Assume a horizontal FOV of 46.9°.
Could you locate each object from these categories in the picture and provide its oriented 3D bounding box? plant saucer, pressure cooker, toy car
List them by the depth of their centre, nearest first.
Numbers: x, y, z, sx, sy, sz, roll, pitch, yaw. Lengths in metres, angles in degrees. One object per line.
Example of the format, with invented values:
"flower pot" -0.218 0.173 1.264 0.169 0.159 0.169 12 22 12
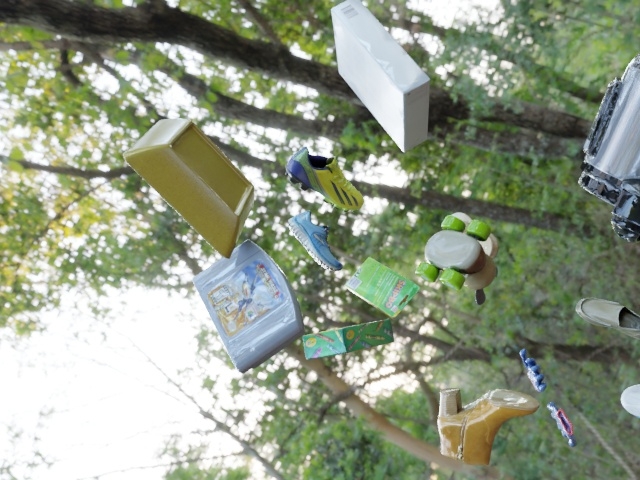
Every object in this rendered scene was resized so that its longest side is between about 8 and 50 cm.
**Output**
"toy car" 0.338 0.060 1.679 0.188 0.149 0.155 39 -104 -36
"pressure cooker" 0.811 -0.186 1.710 0.375 0.370 0.420 -115 41 -64
"plant saucer" -0.282 -0.153 1.770 0.081 0.333 0.333 -39 15 18

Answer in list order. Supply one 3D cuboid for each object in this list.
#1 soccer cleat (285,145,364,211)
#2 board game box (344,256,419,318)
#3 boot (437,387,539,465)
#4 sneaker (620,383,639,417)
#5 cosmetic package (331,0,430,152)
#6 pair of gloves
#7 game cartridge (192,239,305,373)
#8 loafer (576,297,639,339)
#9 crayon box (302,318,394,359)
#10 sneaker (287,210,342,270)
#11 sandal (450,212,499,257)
"soccer cleat" 0.033 -0.172 2.099 0.289 0.093 0.121 26 -70 -35
"board game box" 0.192 0.147 2.275 0.124 0.259 0.039 -49 -54 -8
"boot" 0.473 0.530 2.072 0.104 0.295 0.211 -20 -74 -58
"sneaker" 0.717 0.335 1.456 0.086 0.237 0.085 35 -109 -55
"cosmetic package" 0.175 -0.480 2.151 0.097 0.377 0.284 -29 -26 -11
"pair of gloves" 0.441 0.302 1.422 0.023 0.198 0.159 -27 -23 5
"game cartridge" -0.163 0.139 1.708 0.198 0.297 0.062 -38 -37 4
"loafer" 0.584 0.148 1.466 0.056 0.148 0.050 -62 -25 -19
"crayon box" 0.094 0.319 2.393 0.278 0.165 0.081 -1 -102 -52
"sneaker" 0.000 0.000 1.655 0.073 0.162 0.063 -39 0 -7
"sandal" 0.358 -0.016 1.902 0.079 0.240 0.088 2 -73 -24
